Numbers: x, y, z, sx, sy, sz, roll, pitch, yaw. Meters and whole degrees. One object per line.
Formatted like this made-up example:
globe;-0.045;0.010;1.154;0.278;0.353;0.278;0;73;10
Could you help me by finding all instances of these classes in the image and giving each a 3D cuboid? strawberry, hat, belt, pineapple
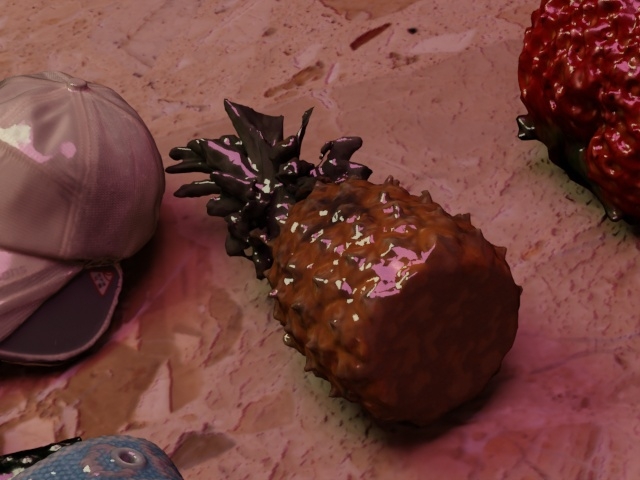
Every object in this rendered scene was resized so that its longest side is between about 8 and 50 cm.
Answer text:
strawberry;0.291;-0.155;1.381;0.261;0.257;0.261;-1;49;1
hat;-0.252;-0.025;1.393;0.275;0.161;0.232;-40;46;-24
belt;-0.155;0.199;1.135;0.163;0.148;0.082;-1;29;-37
pineapple;0.000;0.000;1.337;0.169;0.169;0.340;-28;38;-21

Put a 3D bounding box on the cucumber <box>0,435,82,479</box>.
cucumber;-0.297;0.210;1.193;0.303;0.072;0.081;-17;27;-9
